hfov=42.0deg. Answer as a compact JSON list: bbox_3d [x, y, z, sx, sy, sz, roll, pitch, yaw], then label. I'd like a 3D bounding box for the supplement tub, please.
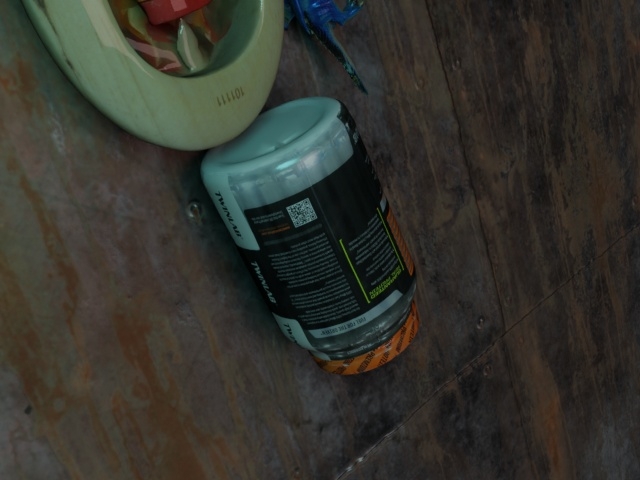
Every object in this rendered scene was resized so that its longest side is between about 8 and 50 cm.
[{"bbox_3d":[0.000,0.000,1.105,0.207,0.207,0.338,-40,120,-28],"label":"supplement tub"}]

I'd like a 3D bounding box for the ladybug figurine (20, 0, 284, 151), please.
[{"bbox_3d":[-0.203,-0.316,0.914,0.305,0.162,0.449,-31,116,-32],"label":"ladybug figurine"}]

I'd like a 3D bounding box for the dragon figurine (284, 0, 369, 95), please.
[{"bbox_3d":[-0.025,-0.320,1.112,0.144,0.085,0.289,-26,112,-34],"label":"dragon figurine"}]
